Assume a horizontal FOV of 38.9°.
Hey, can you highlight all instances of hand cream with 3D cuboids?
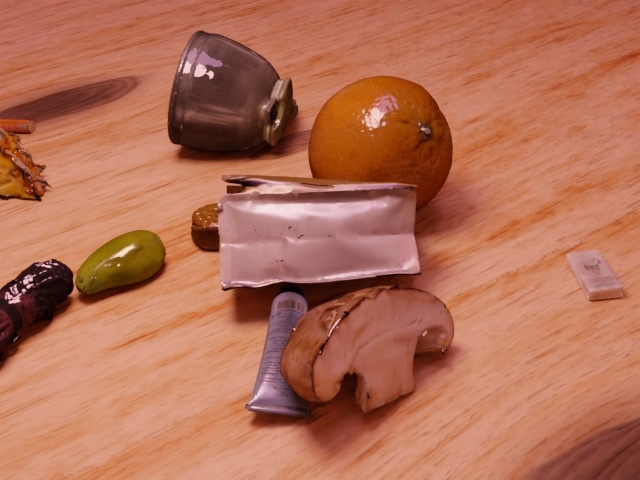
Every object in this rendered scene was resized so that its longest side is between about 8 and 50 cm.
[{"bbox_3d":[-0.052,0.154,1.297,0.088,0.055,0.256,10,35,-5],"label":"hand cream"}]

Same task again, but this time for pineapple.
[{"bbox_3d":[-0.687,-0.192,1.802,0.334,0.158,0.161,5,34,15],"label":"pineapple"}]

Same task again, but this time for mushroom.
[{"bbox_3d":[0.047,0.138,1.245,0.285,0.156,0.151,-13,10,-41],"label":"mushroom"}]

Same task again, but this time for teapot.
[{"bbox_3d":[-0.175,-0.274,1.886,0.239,0.321,0.240,16,75,2],"label":"teapot"}]

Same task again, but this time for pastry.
[{"bbox_3d":[-0.179,-0.027,1.586,0.097,0.057,0.109,-25,40,-32],"label":"pastry"}]

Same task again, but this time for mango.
[{"bbox_3d":[-0.329,0.036,1.489,0.165,0.074,0.091,-30,43,-34],"label":"mango"}]

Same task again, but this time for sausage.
[{"bbox_3d":[-0.692,-0.256,2.020,0.107,0.031,0.031,3,33,10],"label":"sausage"}]

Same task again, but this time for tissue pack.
[{"bbox_3d":[0.432,0.053,1.430,0.056,0.023,0.108,-6,32,-4],"label":"tissue pack"}]

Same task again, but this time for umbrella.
[{"bbox_3d":[-0.486,0.130,1.343,0.090,0.094,0.326,-15,21,37],"label":"umbrella"}]

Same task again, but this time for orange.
[{"bbox_3d":[0.107,-0.158,1.571,0.264,0.264,0.264,-3,33,2],"label":"orange"}]

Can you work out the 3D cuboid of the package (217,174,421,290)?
[{"bbox_3d":[-0.002,-0.031,1.437,0.311,0.165,0.221,-2,12,2],"label":"package"}]
